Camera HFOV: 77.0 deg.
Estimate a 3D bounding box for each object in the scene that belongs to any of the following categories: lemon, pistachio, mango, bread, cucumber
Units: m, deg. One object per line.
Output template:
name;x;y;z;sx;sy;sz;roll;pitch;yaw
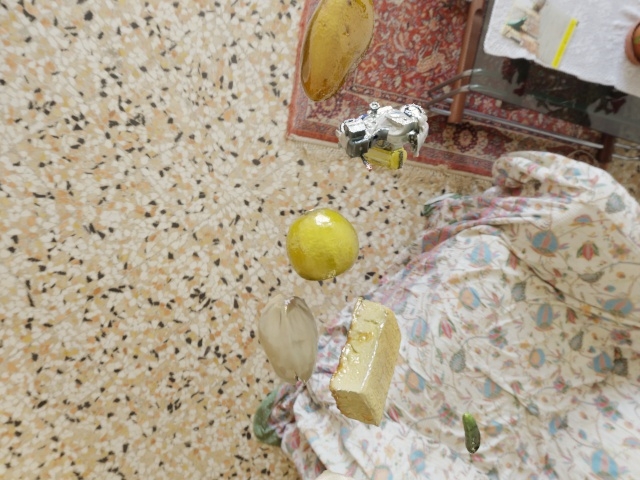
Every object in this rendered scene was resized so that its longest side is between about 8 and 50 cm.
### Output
lemon;0.000;0.000;1.313;0.241;0.240;0.219;-20;108;-10
pistachio;-0.109;0.352;1.427;0.208;0.226;0.331;-13;80;-17
mango;0.029;-0.358;0.740;0.110;0.147;0.227;20;87;15
bread;0.120;0.308;1.035;0.114;0.274;0.184;-1;133;27
cucumber;0.351;0.448;0.934;0.039;0.039;0.167;-24;120;-9

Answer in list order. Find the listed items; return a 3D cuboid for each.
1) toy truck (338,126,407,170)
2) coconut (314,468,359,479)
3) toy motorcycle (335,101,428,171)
toy truck;0.159;-0.296;1.251;0.098;0.227;0.114;-26;130;-37
coconut;0.025;0.403;0.598;0.110;0.124;0.110;-7;128;-10
toy motorcycle;0.153;-0.246;0.923;0.221;0.102;0.150;-16;60;-7
